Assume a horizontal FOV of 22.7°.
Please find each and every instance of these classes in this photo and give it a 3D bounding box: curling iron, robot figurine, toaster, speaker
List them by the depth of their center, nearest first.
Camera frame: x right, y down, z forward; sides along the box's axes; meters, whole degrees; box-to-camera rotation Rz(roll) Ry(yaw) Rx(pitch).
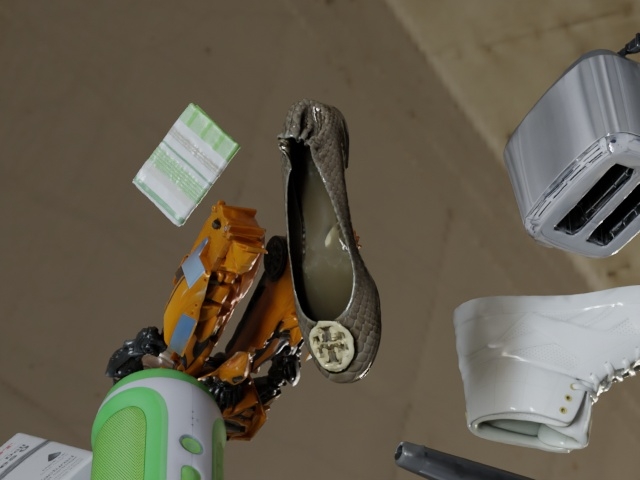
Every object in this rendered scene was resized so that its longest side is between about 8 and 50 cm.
[{"bbox_3d":[0.176,0.189,1.084,0.035,0.274,0.068,-65,10,-1],"label":"curling iron"},{"bbox_3d":[-0.141,0.240,1.365,0.296,0.131,0.131,-96,-19,-57],"label":"speaker"},{"bbox_3d":[-0.084,0.092,1.542,0.211,0.291,0.085,5,-141,-30],"label":"robot figurine"},{"bbox_3d":[0.289,-0.088,1.645,0.129,0.227,0.146,19,-136,-23],"label":"toaster"}]

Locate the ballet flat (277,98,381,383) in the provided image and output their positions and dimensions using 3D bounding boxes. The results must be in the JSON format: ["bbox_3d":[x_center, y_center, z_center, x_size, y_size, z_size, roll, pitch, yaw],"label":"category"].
[{"bbox_3d":[0.000,0.000,1.374,0.058,0.084,0.249,1,-98,-60],"label":"ballet flat"}]

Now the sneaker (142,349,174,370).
[{"bbox_3d":[-0.215,0.195,1.915,0.066,0.188,0.071,31,-126,-6],"label":"sneaker"}]

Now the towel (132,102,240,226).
[{"bbox_3d":[-0.195,-0.110,2.335,0.113,0.152,0.023,43,-169,23],"label":"towel"}]

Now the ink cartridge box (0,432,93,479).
[{"bbox_3d":[-0.330,0.325,1.716,0.211,0.289,0.121,-41,-74,-22],"label":"ink cartridge box"}]

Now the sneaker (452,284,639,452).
[{"bbox_3d":[0.288,0.141,1.639,0.108,0.293,0.169,76,-169,-55],"label":"sneaker"}]
